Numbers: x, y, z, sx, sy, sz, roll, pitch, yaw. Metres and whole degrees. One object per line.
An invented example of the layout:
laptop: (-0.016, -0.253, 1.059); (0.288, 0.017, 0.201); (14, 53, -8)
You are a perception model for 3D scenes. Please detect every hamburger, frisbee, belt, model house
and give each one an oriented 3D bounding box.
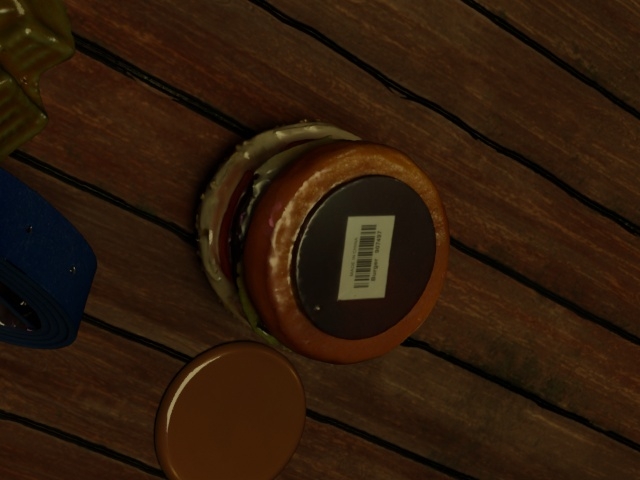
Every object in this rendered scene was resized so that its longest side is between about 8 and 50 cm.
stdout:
hamburger: (0.000, 0.000, 2.130); (0.330, 0.250, 0.330); (-11, 112, -30)
frisbee: (-0.129, 0.270, 2.261); (0.250, 0.021, 0.251); (-7, 106, -28)
belt: (-0.426, 0.007, 1.885); (0.347, 0.212, 0.117); (44, 49, -43)
model house: (-0.409, -0.220, 1.872); (0.268, 0.173, 0.239); (-39, 118, -14)
